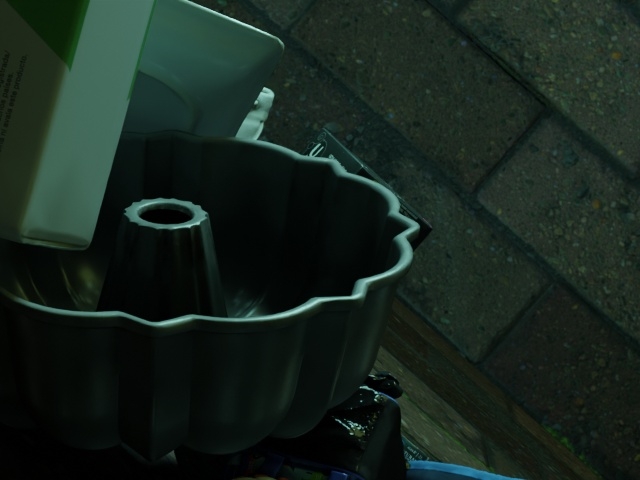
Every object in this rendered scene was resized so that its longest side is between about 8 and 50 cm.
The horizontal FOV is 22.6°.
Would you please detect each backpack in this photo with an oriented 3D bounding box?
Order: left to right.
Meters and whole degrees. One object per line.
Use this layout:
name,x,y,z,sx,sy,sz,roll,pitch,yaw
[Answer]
backpack,-0.032,0.155,1.155,0.173,0.117,0.158,14,-31,14

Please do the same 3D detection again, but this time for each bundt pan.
bundt pan,-0.104,0.038,1.054,0.331,0.124,0.331,4,22,-2

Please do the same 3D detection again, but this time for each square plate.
square plate,-0.231,-0.123,1.237,0.347,0.049,0.344,20,-23,-8

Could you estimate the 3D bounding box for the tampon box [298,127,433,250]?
tampon box,0.000,0.000,1.477,0.101,0.161,0.120,41,4,-27

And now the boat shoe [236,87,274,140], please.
boat shoe,-0.185,-0.194,1.561,0.367,0.156,0.136,28,5,-34

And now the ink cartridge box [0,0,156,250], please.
ink cartridge box,-0.258,-0.132,0.937,0.289,0.211,0.121,16,0,11

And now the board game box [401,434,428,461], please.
board game box,0.030,0.183,1.616,0.126,0.026,0.186,41,-11,-9

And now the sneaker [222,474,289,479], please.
sneaker,0.005,0.235,1.029,0.225,0.088,0.093,40,7,-13

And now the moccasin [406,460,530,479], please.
moccasin,0.129,0.265,1.398,0.138,0.117,0.342,26,-14,-14
